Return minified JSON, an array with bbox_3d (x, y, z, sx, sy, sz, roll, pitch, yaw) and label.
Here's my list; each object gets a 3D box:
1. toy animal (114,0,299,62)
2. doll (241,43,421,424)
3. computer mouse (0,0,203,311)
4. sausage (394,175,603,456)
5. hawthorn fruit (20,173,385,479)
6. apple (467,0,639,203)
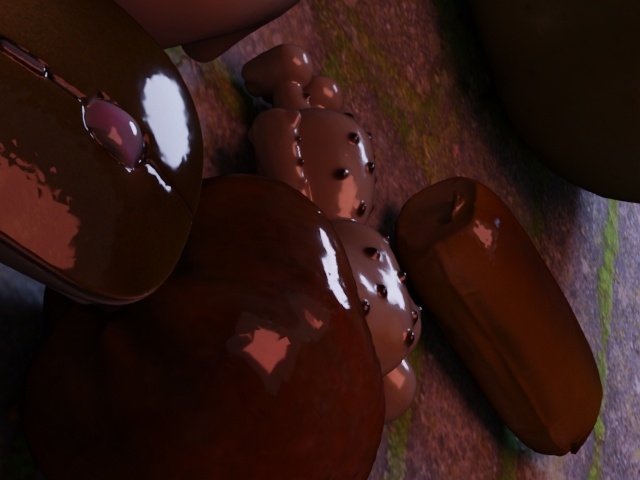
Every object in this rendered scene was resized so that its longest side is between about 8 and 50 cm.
[{"bbox_3d":[-0.048,-0.229,0.870,0.237,0.269,0.326,45,32,5],"label":"toy animal"},{"bbox_3d":[-0.001,-0.002,1.009,0.154,0.119,0.278,46,30,-42],"label":"doll"},{"bbox_3d":[-0.184,-0.084,0.661,0.310,0.072,0.158,29,48,-19],"label":"computer mouse"},{"bbox_3d":[0.167,0.085,1.250,0.328,0.112,0.112,55,34,-33],"label":"sausage"},{"bbox_3d":[-0.045,0.086,0.815,0.251,0.199,0.199,53,35,-40],"label":"hawthorn fruit"},{"bbox_3d":[0.368,-0.262,1.451,0.473,0.473,0.474,34,48,-49],"label":"apple"}]
